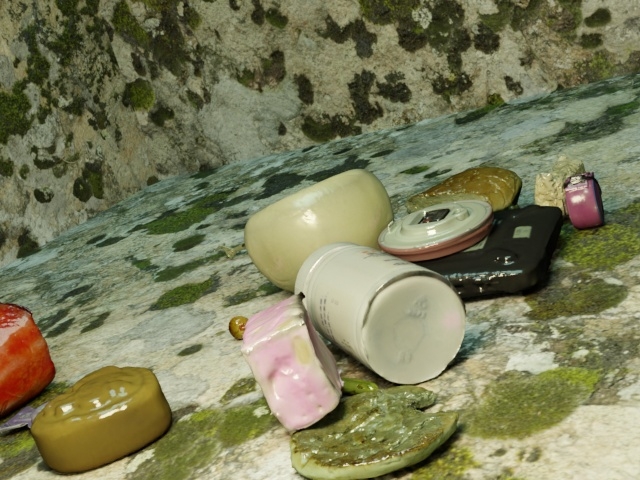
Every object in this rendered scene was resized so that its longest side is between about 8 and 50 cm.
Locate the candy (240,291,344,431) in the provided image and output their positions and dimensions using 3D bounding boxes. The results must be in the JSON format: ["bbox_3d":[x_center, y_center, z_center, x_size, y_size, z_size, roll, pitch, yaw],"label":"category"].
[{"bbox_3d":[-0.043,0.187,1.443,0.115,0.155,0.265,-26,6,0],"label":"candy"}]

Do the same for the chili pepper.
[{"bbox_3d":[-0.732,0.279,1.852,0.251,0.229,0.305,15,31,35],"label":"chili pepper"}]

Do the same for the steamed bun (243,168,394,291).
[{"bbox_3d":[0.000,0.000,2.003,0.312,0.233,0.334,-25,-2,-24],"label":"steamed bun"}]

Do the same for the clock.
[{"bbox_3d":[0.232,-0.028,1.835,0.244,0.056,0.244,-16,18,5],"label":"clock"}]

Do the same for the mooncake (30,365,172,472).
[{"bbox_3d":[-0.374,0.301,1.577,0.235,0.117,0.235,-18,12,4],"label":"mooncake"}]

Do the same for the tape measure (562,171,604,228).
[{"bbox_3d":[0.554,-0.084,1.902,0.074,0.118,0.125,-12,-2,26],"label":"tape measure"}]

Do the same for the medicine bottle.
[{"bbox_3d":[0.090,0.113,1.567,0.190,0.190,0.332,-22,16,-17],"label":"medicine bottle"}]

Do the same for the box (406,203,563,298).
[{"bbox_3d":[0.302,0.028,1.833,0.350,0.091,0.359,-10,19,27],"label":"box"}]

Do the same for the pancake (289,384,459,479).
[{"bbox_3d":[0.072,0.277,1.301,0.253,0.037,0.253,-17,14,4],"label":"pancake"}]

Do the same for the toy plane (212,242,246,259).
[{"bbox_3d":[-0.163,-0.005,2.480,0.286,0.108,0.092,-24,11,30],"label":"toy plane"}]

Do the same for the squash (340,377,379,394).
[{"bbox_3d":[0.062,0.239,1.466,0.083,0.027,0.027,-3,21,46],"label":"squash"}]

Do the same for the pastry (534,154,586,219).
[{"bbox_3d":[0.548,-0.118,2.066,0.089,0.121,0.258,19,23,23],"label":"pastry"}]

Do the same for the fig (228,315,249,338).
[{"bbox_3d":[-0.171,0.184,1.906,0.050,0.050,0.083,-20,-2,-11],"label":"fig"}]

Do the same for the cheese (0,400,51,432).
[{"bbox_3d":[-0.531,0.340,1.748,0.191,0.042,0.105,-13,14,25],"label":"cheese"}]

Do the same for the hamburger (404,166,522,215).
[{"bbox_3d":[0.362,-0.094,2.131,0.211,0.132,0.309,-31,18,-34],"label":"hamburger"}]
